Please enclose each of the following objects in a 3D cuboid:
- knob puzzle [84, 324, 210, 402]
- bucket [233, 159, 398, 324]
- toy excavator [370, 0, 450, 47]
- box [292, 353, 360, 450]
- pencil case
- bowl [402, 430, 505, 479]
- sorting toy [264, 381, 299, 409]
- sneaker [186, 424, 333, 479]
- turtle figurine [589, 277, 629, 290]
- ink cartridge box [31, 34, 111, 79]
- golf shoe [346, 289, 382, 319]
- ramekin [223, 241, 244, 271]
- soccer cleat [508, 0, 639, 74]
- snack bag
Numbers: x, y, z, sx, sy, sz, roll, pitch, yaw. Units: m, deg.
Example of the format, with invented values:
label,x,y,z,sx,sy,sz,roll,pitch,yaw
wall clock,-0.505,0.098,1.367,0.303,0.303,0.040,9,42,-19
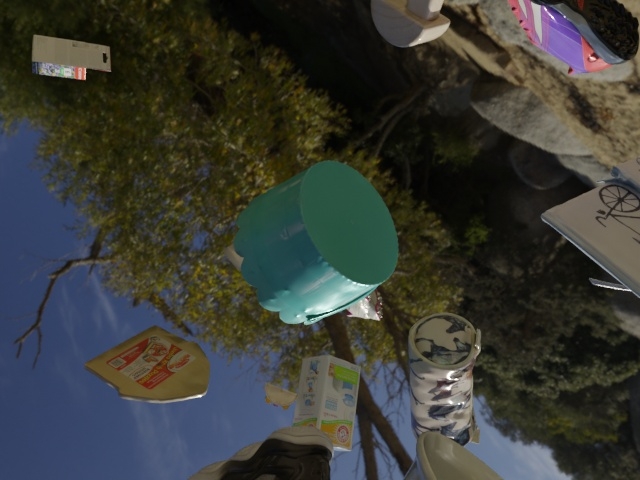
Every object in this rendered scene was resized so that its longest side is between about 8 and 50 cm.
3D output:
label,x,y,z,sx,sy,sz,roll,pitch,yaw
knob puzzle,-0.285,0.235,0.935,0.213,0.030,0.213,12,-158,-5
bucket,0.000,0.000,0.966,0.281,0.183,0.281,23,-127,-35
toy excavator,0.148,-0.589,0.783,0.222,0.433,0.446,-28,-93,-35
box,0.014,0.395,1.263,0.114,0.103,0.203,28,-121,-31
pencil case,0.316,0.367,1.319,0.160,0.183,0.411,-80,-16,-50
bowl,0.170,0.351,0.521,0.298,0.134,0.298,41,-174,-5
sorting toy,-0.099,0.374,1.231,0.083,0.075,0.045,20,-115,0
sneaker,-0.093,0.352,0.646,0.101,0.268,0.153,45,-162,-29
turtle figurine,0.753,0.074,1.089,0.266,0.274,0.197,50,-160,8
ink cartridge box,-0.406,-0.296,0.854,0.115,0.029,0.063,1,-121,-26
golf shoe,0.109,0.166,1.700,0.306,0.140,0.115,64,-153,-43
ramekin,-0.151,0.058,1.417,0.207,0.109,0.207,41,178,2
soccer cleat,0.324,-0.346,0.764,0.318,0.109,0.116,26,164,-22
snack bag,0.543,-0.013,0.748,0.323,0.342,0.037,55,160,40
